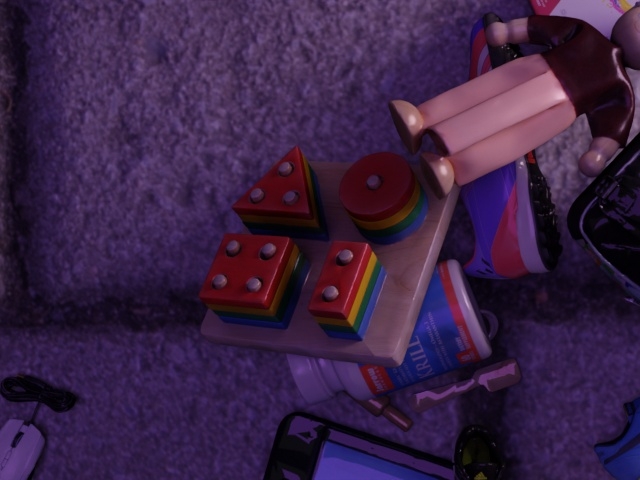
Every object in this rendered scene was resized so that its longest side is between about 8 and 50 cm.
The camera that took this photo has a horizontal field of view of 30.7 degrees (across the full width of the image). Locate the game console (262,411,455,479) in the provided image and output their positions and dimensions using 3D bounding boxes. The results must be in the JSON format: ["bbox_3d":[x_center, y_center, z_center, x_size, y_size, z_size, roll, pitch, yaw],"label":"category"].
[{"bbox_3d":[0.040,0.365,1.365,0.293,0.173,0.250,16,92,13],"label":"game console"}]

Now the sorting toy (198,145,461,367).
[{"bbox_3d":[0.000,0.000,1.343,0.257,0.089,0.255,4,59,31],"label":"sorting toy"}]

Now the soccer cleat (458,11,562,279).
[{"bbox_3d":[0.201,-0.111,1.387,0.116,0.109,0.318,-12,84,26],"label":"soccer cleat"}]

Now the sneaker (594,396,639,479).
[{"bbox_3d":[0.403,0.192,1.339,0.082,0.069,0.209,45,98,15],"label":"sneaker"}]

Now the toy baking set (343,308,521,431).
[{"bbox_3d":[0.107,0.129,1.431,0.256,0.030,0.196,41,97,12],"label":"toy baking set"}]

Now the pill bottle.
[{"bbox_3d":[0.077,0.115,1.363,0.222,0.124,0.124,-22,83,10],"label":"pill bottle"}]

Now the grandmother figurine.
[{"bbox_3d":[0.259,-0.165,1.272,0.342,0.104,0.207,-29,85,-3],"label":"grandmother figurine"}]

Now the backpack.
[{"bbox_3d":[0.421,-0.010,1.277,0.253,0.191,0.225,42,96,5],"label":"backpack"}]

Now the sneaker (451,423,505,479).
[{"bbox_3d":[0.183,0.287,1.345,0.063,0.074,0.170,-2,59,0],"label":"sneaker"}]

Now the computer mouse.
[{"bbox_3d":[-0.400,0.276,1.541,0.106,0.042,0.193,20,92,13],"label":"computer mouse"}]

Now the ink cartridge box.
[{"bbox_3d":[0.340,-0.284,1.371,0.175,0.072,0.127,-23,82,12],"label":"ink cartridge box"}]
